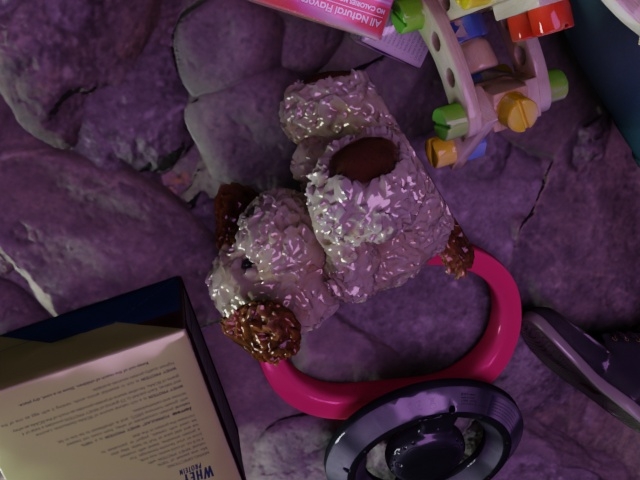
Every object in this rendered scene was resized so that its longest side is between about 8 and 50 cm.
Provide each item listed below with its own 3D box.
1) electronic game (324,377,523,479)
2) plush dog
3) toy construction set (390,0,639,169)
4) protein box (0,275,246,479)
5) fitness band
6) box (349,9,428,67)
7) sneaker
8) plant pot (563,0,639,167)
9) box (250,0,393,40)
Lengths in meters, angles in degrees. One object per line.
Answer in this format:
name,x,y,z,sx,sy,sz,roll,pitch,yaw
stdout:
electronic game,0.117,0.234,0.859,0.229,0.048,0.229,-7,131,-8
plush dog,0.000,0.000,0.686,0.225,0.262,0.210,-31,121,9
toy construction set,0.166,-0.162,0.567,0.151,0.327,0.215,-20,102,-26
protein box,-0.197,0.176,0.755,0.199,0.136,0.201,-18,111,-5
fitness band,0.073,0.092,0.828,0.290,0.054,0.209,-3,112,-9
box,0.123,-0.319,0.684,0.067,0.063,0.324,19,104,-17
sneaker,0.334,0.119,0.883,0.222,0.083,0.118,39,79,-14
plant pot,0.320,-0.242,0.655,0.271,0.271,0.255,-40,98,4
box,-0.080,-0.279,0.616,0.300,0.142,0.154,14,107,-15
